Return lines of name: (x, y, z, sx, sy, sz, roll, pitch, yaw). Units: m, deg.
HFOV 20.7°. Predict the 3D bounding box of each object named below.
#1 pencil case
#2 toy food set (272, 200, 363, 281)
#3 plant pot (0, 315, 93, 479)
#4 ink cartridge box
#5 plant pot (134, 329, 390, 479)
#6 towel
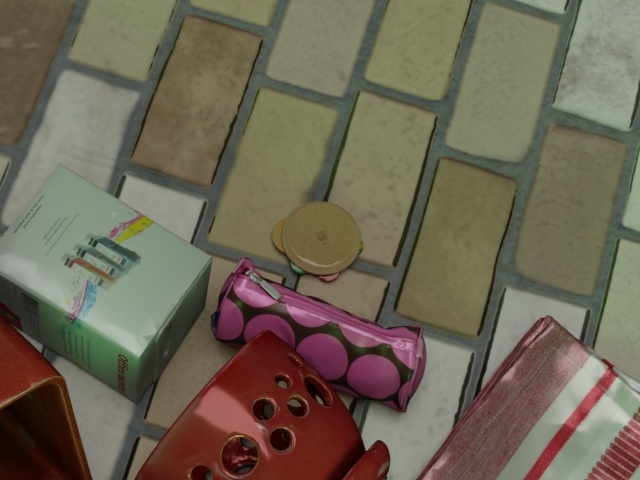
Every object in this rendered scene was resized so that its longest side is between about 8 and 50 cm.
pencil case: (0.002, 0.088, 1.668, 0.209, 0.098, 0.095, 20, 42, 1)
toy food set: (0.000, 0.000, 1.752, 0.083, 0.020, 0.082, -33, 73, -19)
plant pot: (-0.377, 0.163, 1.518, 0.267, 0.267, 0.236, -29, 60, -18)
ink cartridge box: (-0.208, 0.042, 1.650, 0.176, 0.128, 0.127, 32, 66, 7)
plant pot: (-0.044, 0.202, 1.563, 0.174, 0.191, 0.191, 38, 67, 8)
towel: (0.278, 0.249, 1.662, 0.329, 0.037, 0.237, 35, 67, 10)
